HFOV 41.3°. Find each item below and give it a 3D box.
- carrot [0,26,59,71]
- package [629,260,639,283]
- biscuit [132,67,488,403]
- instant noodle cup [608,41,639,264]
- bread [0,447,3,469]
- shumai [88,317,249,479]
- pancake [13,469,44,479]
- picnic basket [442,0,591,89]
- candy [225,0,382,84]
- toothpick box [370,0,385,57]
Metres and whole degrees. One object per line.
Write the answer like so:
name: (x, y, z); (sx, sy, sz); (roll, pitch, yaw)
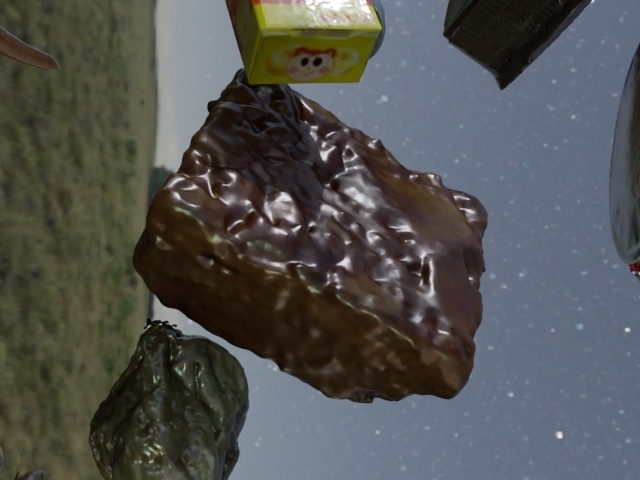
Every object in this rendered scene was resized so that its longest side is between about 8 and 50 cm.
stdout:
carrot: (-0.424, -0.268, 1.171); (0.190, 0.037, 0.037); (26, 61, -70)
package: (0.671, -0.046, 1.760); (0.194, 0.071, 0.269); (36, 65, -66)
biscuit: (0.000, 0.000, 1.008); (0.166, 0.395, 0.343); (-54, -170, 34)
instant noodle cup: (0.383, -0.084, 0.786); (0.235, 0.178, 0.235); (7, 90, -83)
bread: (-0.468, 0.233, 0.989); (0.081, 0.225, 0.134); (-26, 140, -66)
shumai: (-0.139, 0.229, 0.918); (0.185, 0.184, 0.218); (37, -77, 40)
pancake: (-0.350, 0.329, 0.799); (0.286, 0.033, 0.288); (-55, -166, 1)
picnic basket: (0.288, -0.378, 1.247); (0.297, 0.129, 0.223); (131, -25, -60)
candy: (-0.040, -0.312, 0.998); (0.088, 0.146, 0.276); (115, -37, -52)
toothpick box: (0.046, -0.323, 1.264); (0.153, 0.101, 0.101); (-80, 177, -69)
